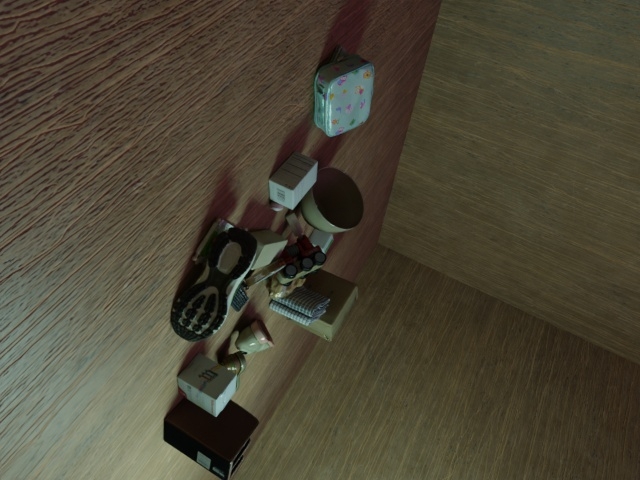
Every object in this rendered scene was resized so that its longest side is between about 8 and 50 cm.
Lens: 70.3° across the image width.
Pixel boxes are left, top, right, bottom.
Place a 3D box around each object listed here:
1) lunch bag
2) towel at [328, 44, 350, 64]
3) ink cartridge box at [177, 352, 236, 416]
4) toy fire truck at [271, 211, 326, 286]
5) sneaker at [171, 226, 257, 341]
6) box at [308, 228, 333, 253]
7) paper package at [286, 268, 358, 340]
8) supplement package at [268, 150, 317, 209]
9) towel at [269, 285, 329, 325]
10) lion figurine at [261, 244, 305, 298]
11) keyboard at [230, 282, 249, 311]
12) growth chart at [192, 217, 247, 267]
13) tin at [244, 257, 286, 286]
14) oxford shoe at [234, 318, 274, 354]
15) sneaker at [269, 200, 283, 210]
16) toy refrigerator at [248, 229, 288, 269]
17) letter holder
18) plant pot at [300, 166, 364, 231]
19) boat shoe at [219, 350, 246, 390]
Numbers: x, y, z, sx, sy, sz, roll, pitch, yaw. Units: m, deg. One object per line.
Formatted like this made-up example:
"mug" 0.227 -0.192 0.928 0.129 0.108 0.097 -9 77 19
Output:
"lunch bag" 0.078 -0.531 1.665 0.224 0.108 0.279 -27 147 -20
"towel" 0.080 -0.638 1.688 0.152 0.023 0.113 19 99 -59
"ink cartridge box" -0.415 0.531 1.674 0.127 0.176 0.128 -49 159 -45
"toy fire truck" -0.115 0.032 1.911 0.216 0.246 0.158 -23 162 -24
"sneaker" -0.314 0.138 1.431 0.410 0.158 0.182 -56 -179 8
"box" 0.000 0.000 2.376 0.101 0.101 0.087 -59 162 -16
"paper package" 0.007 0.347 2.564 0.325 0.309 0.168 -54 158 -36
"supplement package" -0.098 -0.222 1.666 0.179 0.105 0.105 -54 161 -34
"towel" -0.097 0.310 2.303 0.283 0.234 0.122 -19 127 -70
"lion figurine" -0.124 0.154 2.102 0.392 0.142 0.241 20 81 -68
"keyboard" -0.317 0.217 1.799 0.108 0.023 0.180 -59 165 -19
"growth chart" -0.322 0.014 1.457 0.172 0.021 0.237 -63 165 -2
"tin" -0.215 0.127 1.777 0.189 0.040 0.106 -31 172 28
"oxford shoe" -0.309 0.449 2.083 0.146 0.141 0.397 -30 163 -7
"sneaker" -0.148 -0.161 1.711 0.134 0.050 0.070 -44 153 -61
"toy refrigerator" -0.218 0.026 1.665 0.102 0.094 0.269 -61 170 10
"letter holder" -0.415 0.732 1.758 0.214 0.301 0.152 -46 157 -51
"plant pot" 0.023 -0.151 1.973 0.191 0.284 0.284 -28 -162 48
"boat shoe" -0.408 0.579 1.963 0.104 0.111 0.307 -16 143 -34
